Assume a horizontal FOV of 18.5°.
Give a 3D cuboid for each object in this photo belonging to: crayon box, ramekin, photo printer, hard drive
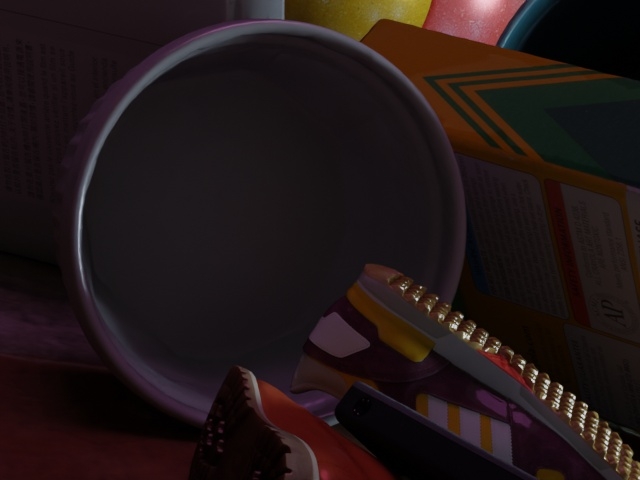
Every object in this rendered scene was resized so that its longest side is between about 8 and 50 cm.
[{"bbox_3d":[0.122,-0.005,1.104,0.323,0.203,0.083,18,54,33],"label":"crayon box"},{"bbox_3d":[-0.040,-0.009,1.003,0.207,0.207,0.109,6,3,-20],"label":"ramekin"},{"bbox_3d":[-0.176,-0.105,1.215,0.307,0.256,0.107,13,39,15],"label":"photo printer"},{"bbox_3d":[0.075,0.113,0.838,0.135,0.022,0.094,26,-16,50],"label":"hard drive"}]

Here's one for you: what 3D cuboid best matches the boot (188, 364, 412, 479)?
[{"bbox_3d":[-0.007,0.104,0.860,0.084,0.059,0.158,20,8,-21],"label":"boot"}]

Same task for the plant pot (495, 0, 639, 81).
[{"bbox_3d":[0.255,-0.060,1.416,0.271,0.272,0.255,13,-4,9],"label":"plant pot"}]

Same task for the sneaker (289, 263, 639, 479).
[{"bbox_3d":[0.074,0.095,0.948,0.185,0.084,0.069,38,10,6],"label":"sneaker"}]

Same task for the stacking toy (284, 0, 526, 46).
[{"bbox_3d":[0.035,-0.242,1.731,0.350,0.350,0.480,19,11,35],"label":"stacking toy"}]
